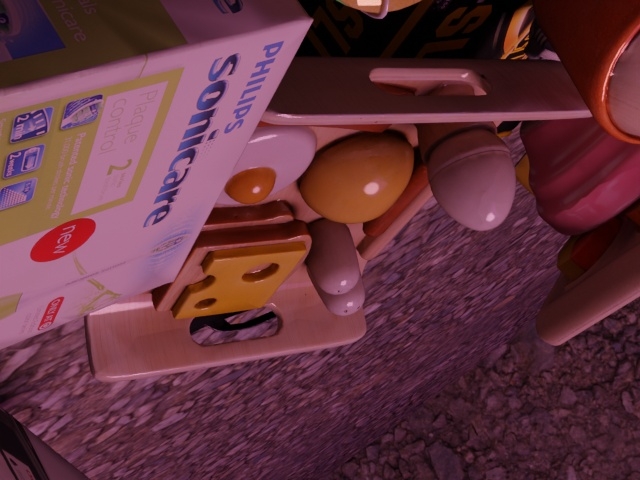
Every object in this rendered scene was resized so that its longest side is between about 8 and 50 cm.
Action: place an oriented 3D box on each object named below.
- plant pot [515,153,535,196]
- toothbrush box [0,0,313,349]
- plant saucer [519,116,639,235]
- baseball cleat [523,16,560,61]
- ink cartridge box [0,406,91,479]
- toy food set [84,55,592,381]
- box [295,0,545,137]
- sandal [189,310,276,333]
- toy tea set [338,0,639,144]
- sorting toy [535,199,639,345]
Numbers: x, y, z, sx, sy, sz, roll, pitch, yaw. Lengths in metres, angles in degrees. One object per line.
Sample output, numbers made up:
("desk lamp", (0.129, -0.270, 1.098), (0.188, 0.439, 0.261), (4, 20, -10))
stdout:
("plant pot", (0.387, -0.093, 1.182), (0.212, 0.187, 0.212), (-23, 159, -33))
("toothbrush box", (-0.175, -0.034, 0.413), (0.283, 0.122, 0.206), (-23, 160, -37))
("plant saucer", (0.264, -0.155, 0.805), (0.332, 0.084, 0.332), (-52, -178, 3))
("baseball cleat", (0.208, -0.167, 0.624), (0.205, 0.072, 0.109), (-25, 174, -13))
("ink cartridge box", (-0.303, 0.232, 0.658), (0.285, 0.166, 0.395), (-33, 147, -7))
("toy food set", (0.000, 0.000, 0.631), (0.219, 0.092, 0.306), (-6, 152, -31))
("box", (0.122, -0.174, 0.662), (0.257, 0.079, 0.322), (-15, 155, -43))
("sandal", (-0.066, 0.056, 0.966), (0.254, 0.054, 0.097), (-21, 159, -37))
("toy tea set", (0.102, -0.143, 0.419), (0.336, 0.124, 0.200), (5, 129, -31))
("sorting toy", (0.243, -0.036, 0.785), (0.208, 0.038, 0.193), (-58, -175, -33))
